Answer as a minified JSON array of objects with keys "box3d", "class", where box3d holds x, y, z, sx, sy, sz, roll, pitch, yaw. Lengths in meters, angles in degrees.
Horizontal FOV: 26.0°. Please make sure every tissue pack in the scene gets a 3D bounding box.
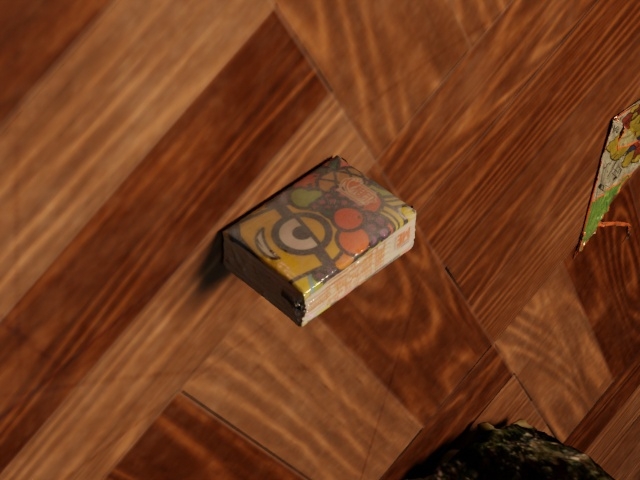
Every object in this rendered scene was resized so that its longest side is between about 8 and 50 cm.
[{"box3d":[0.000,0.000,0.707,0.083,0.063,0.035,-33,144,-30],"class":"tissue pack"}]

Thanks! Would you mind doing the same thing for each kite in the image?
[{"box3d":[0.263,-0.063,1.086,0.198,0.006,0.244,-58,152,9],"class":"kite"}]

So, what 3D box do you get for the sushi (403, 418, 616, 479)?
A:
[{"box3d":[0.107,0.299,1.099,0.350,0.171,0.211,-44,153,-14],"class":"sushi"}]
